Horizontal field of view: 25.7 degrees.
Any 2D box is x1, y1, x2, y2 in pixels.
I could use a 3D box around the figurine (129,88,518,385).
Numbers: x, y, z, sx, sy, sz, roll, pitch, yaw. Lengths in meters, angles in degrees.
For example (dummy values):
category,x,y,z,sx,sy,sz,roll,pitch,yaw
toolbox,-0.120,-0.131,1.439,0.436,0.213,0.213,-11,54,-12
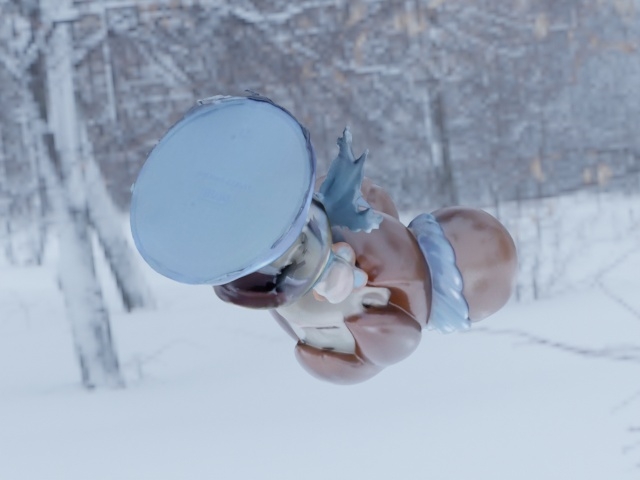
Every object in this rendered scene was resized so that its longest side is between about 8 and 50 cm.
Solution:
category,x,y,z,sx,sy,sz,roll,pitch,yaw
figurine,-0.001,0.000,1.394,0.276,0.248,0.388,21,-14,36
